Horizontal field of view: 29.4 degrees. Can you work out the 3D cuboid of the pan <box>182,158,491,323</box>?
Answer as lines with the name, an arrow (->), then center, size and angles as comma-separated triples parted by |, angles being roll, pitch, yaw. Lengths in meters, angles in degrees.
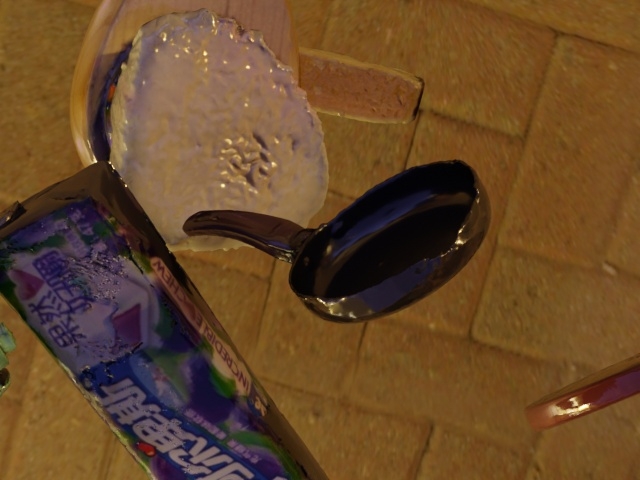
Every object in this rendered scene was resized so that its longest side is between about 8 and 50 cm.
pan -> 0.001, 0.003, 0.670 | 0.212, 0.115, 0.040 | 1, 128, 44

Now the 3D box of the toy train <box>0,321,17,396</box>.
toy train -> -0.362, 0.122, 1.102 | 0.176, 0.118, 0.074 | -36, 125, -14

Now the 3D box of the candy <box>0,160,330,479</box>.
candy -> -0.084, 0.097, 0.744 | 0.088, 0.061, 0.312 | -29, 113, 10

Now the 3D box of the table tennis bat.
table tennis bat -> 0.285, 0.076, 0.880 | 0.310, 0.200, 0.038 | -31, 78, 34

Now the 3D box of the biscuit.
biscuit -> -0.003, -0.146, 1.084 | 0.188, 0.056, 0.052 | 13, 112, -8

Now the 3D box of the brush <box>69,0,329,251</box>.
brush -> -0.082, -0.132, 0.877 | 0.174, 0.166, 0.267 | 5, 97, -20
